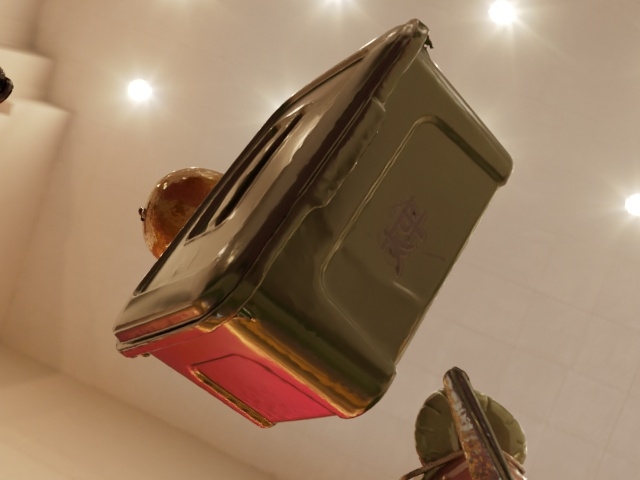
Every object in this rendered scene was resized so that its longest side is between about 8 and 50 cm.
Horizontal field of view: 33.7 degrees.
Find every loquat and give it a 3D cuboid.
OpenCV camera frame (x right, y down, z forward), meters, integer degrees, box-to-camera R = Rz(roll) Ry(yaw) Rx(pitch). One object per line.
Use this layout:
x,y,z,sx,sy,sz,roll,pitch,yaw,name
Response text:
-0.159,-0.025,1.342,0.141,0.141,0.141,0,-89,23,loquat

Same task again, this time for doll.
0.172,0.346,1.310,0.268,0.216,0.284,42,-110,-12,doll

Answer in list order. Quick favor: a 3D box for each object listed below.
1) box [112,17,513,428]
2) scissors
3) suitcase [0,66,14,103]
0.000,0.000,0.900,0.178,0.328,0.253,44,-28,-16,box
0.205,0.323,1.052,0.193,0.029,0.447,-13,-74,34,scissors
-0.401,-0.159,0.830,0.312,0.202,0.128,15,-118,42,suitcase
